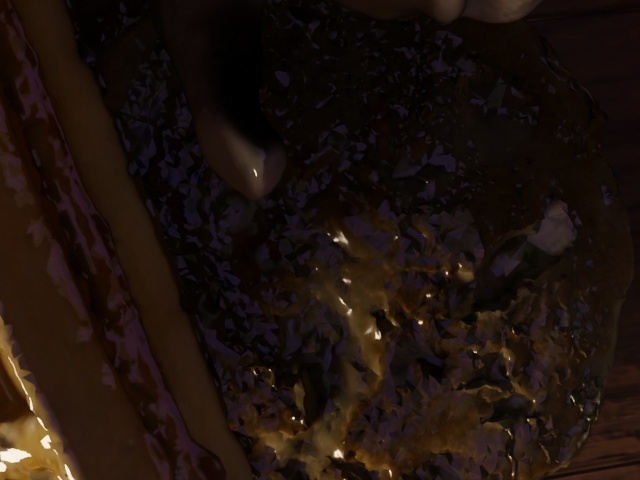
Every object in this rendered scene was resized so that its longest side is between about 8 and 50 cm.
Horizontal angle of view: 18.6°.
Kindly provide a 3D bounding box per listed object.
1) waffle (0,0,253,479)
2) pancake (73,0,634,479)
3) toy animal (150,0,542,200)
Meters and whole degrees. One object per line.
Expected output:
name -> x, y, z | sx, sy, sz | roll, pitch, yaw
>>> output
waffle -> -0.197, -0.017, 0.858 | 0.114, 0.261, 0.376 | -28, 97, -51
pancake -> 0.000, 0.000, 1.011 | 0.356, 0.065, 0.356 | 1, 86, -9
toy animal -> -0.014, -0.206, 0.903 | 0.303, 0.194, 0.344 | -32, 55, -31
